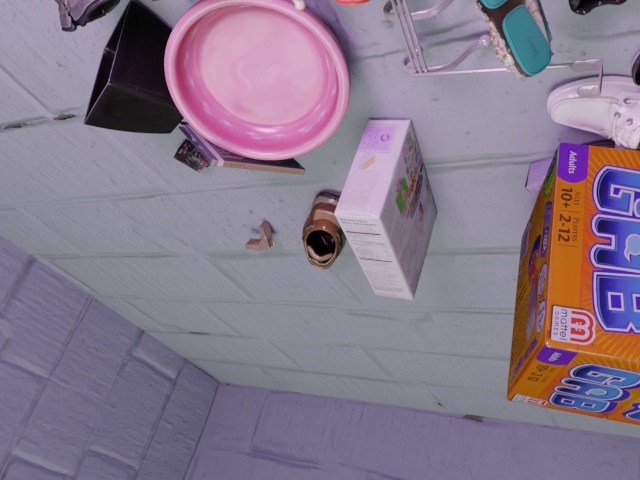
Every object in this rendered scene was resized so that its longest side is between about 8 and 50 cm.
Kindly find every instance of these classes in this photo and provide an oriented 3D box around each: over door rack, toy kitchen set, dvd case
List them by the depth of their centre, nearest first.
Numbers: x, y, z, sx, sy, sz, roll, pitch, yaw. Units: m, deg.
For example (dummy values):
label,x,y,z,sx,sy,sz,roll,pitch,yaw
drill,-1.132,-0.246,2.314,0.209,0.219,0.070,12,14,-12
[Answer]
label,x,y,z,sx,sy,sz,roll,pitch,yaw
over door rack,0.241,-0.335,0.913,0.324,0.108,0.239,16,155,33
dvd case,-0.160,-0.189,1.327,0.221,0.164,0.018,0,124,-40
toy kitchen set,-0.170,-0.021,1.840,0.083,0.068,0.075,1,120,31

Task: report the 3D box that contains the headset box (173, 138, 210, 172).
label,x,y,z,sx,sy,sz,roll,pitch,yaw
headset box,-0.310,-0.205,1.590,0.083,0.032,0.062,31,150,-20

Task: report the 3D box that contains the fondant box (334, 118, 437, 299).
label,x,y,z,sx,sy,sz,roll,pitch,yaw
fondant box,0.150,-0.057,1.356,0.096,0.238,0.330,7,150,24

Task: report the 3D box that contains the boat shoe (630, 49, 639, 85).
label,x,y,z,sx,sy,sz,roll,pitch,yaw
boat shoe,0.495,-0.283,0.943,0.049,0.040,0.142,14,152,9

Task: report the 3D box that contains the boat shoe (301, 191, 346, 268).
label,x,y,z,sx,sy,sz,roll,pitch,yaw
boat shoe,0.000,0.000,1.679,0.123,0.119,0.324,16,152,5

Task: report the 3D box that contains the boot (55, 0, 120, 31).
label,x,y,z,sx,sy,sz,roll,pitch,yaw
boot,-0.357,-0.453,0.953,0.338,0.118,0.222,-2,114,63

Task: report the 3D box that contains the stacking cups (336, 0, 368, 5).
label,x,y,z,sx,sy,sz,roll,pitch,yaw
stacking cups,0.028,-0.447,0.786,0.096,0.096,0.316,12,136,13

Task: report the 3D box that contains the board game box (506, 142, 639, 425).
label,x,y,z,sx,sy,sz,roll,pitch,yaw
board game box,0.540,0.097,1.106,0.357,0.356,0.356,9,155,11

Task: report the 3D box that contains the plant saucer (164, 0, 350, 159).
label,x,y,z,sx,sy,sz,roll,pitch,yaw
plant saucer,-0.108,-0.298,1.166,0.332,0.084,0.332,6,136,6

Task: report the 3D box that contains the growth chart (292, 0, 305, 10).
label,x,y,z,sx,sy,sz,roll,pitch,yaw
growth chart,-0.001,-0.444,0.852,0.237,0.021,0.172,-41,131,18

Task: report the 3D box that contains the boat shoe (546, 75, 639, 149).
label,x,y,z,sx,sy,sz,roll,pitch,yaw
boat shoe,0.505,-0.195,1.038,0.277,0.096,0.098,8,151,20

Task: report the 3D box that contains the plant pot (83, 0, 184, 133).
label,x,y,z,sx,sy,sz,roll,pitch,yaw
plant pot,-0.339,-0.314,1.268,0.167,0.187,0.188,17,156,-27

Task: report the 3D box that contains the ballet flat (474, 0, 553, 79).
label,x,y,z,sx,sy,sz,roll,pitch,yaw
ballet flat,0.215,-0.298,0.782,0.241,0.091,0.077,58,179,-41

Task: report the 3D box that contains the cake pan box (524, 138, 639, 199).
label,x,y,z,sx,sy,sz,roll,pitch,yaw
cake pan box,0.564,-0.086,1.235,0.267,0.070,0.246,35,146,-29

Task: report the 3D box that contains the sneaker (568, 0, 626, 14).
label,x,y,z,sx,sy,sz,roll,pitch,yaw
sneaker,0.406,-0.347,0.843,0.072,0.077,0.178,31,149,-26
